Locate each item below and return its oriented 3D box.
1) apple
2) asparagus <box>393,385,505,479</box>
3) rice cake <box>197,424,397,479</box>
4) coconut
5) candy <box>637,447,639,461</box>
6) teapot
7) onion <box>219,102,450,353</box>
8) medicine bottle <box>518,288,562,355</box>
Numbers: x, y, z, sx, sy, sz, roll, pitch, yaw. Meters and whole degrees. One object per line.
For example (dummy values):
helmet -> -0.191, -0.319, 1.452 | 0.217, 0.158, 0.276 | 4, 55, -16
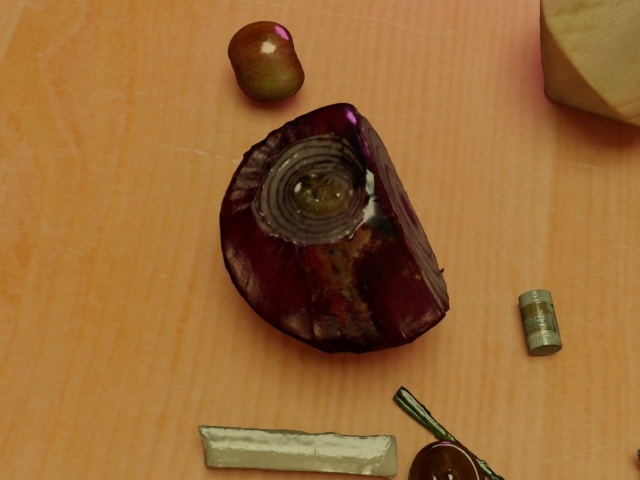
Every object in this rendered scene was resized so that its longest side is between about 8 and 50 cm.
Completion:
apple -> -0.083, -0.269, 1.513 | 0.102, 0.126, 0.126 | -21, 65, 0
asparagus -> 0.186, 0.275, 1.302 | 0.233, 0.022, 0.023 | 41, 39, 18
rice cake -> -0.030, 0.269, 1.274 | 0.256, 0.052, 0.057 | 3, 96, -2
coconut -> 0.462, -0.305, 1.483 | 0.329, 0.328, 0.328 | 1, 63, -3
candy -> 0.416, 0.351, 1.265 | 0.045, 0.043, 0.174 | 13, 66, 2
teapot -> 0.161, 0.312, 1.246 | 0.098, 0.078, 0.129 | -6, 65, -2
onion -> 0.000, 0.000, 1.298 | 0.260, 0.282, 0.336 | -24, 75, 7
medicine bottle -> 0.303, 0.113, 1.378 | 0.047, 0.047, 0.083 | -3, 62, -5
